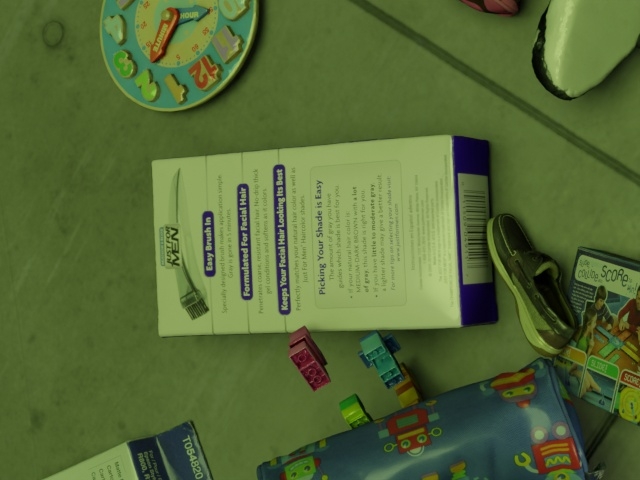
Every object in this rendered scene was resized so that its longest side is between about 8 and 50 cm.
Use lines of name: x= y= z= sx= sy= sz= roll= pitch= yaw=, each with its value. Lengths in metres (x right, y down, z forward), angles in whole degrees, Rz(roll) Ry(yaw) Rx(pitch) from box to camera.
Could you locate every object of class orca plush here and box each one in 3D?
orca plush: x=0.256 y=-0.272 z=1.409 sx=0.102 sy=0.151 sz=0.287 roll=26 pitch=105 yaw=57

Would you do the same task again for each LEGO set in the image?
LEGO set: x=0.056 y=0.147 z=1.479 sx=0.087 sy=0.093 sz=0.227 roll=-31 pitch=118 yaw=6

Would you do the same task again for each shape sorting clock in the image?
shape sorting clock: x=-0.157 y=-0.241 z=1.652 sx=0.206 sy=0.040 sz=0.206 roll=-1 pitch=88 yaw=27

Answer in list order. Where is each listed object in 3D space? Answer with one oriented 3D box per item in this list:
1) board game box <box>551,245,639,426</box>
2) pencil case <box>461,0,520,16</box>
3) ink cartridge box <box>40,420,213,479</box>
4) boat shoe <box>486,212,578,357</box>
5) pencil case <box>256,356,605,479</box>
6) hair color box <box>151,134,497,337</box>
board game box: x=0.281 y=0.089 z=1.354 sx=0.201 sy=0.035 sz=0.136 roll=24 pitch=103 yaw=65
pencil case: x=0.168 y=-0.324 z=1.460 sx=0.098 sy=0.095 sz=0.209 roll=13 pitch=93 yaw=-8
ink cartridge box: x=-0.202 y=0.335 z=1.654 sx=0.224 sy=0.045 sz=0.223 roll=-27 pitch=76 yaw=24
boat shoe: x=0.204 y=0.035 z=1.436 sx=0.049 sy=0.056 sz=0.152 roll=-42 pitch=58 yaw=36
pencil case: x=0.097 y=0.213 z=1.395 sx=0.306 sy=0.133 sz=0.119 roll=-20 pitch=36 yaw=3
hair color box: x=0.000 y=0.000 z=1.527 sx=0.339 sy=0.110 sz=0.185 roll=-3 pitch=88 yaw=25
